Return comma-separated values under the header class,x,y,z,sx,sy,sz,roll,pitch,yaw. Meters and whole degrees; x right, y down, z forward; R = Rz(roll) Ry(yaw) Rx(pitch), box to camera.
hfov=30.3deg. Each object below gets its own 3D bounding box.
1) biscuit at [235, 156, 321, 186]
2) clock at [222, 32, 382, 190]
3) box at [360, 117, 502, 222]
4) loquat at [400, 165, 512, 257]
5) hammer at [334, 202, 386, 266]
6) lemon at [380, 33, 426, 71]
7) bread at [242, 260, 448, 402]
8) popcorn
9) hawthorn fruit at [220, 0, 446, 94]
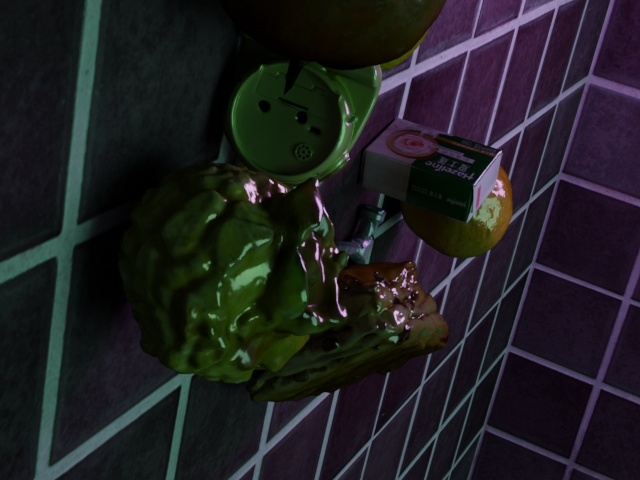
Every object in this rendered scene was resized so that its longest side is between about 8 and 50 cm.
class,x,y,z,sx,sy,sz,roll,pitch,yaw
biscuit,-0.040,-0.121,1.535,0.281,0.084,0.179,-63,160,-13
clock,-0.037,-0.135,1.400,0.069,0.170,0.232,-44,155,-77
box,0.182,-0.118,1.945,0.135,0.199,0.081,-47,149,-49
loquat,0.248,-0.072,2.150,0.208,0.208,0.208,-52,155,-38
hammer,0.001,0.000,1.838,0.427,0.044,0.152,11,101,-69
lemon,0.053,-0.304,1.456,0.178,0.178,0.203,-47,150,-46
bread,0.030,0.129,1.784,0.324,0.277,0.167,8,58,-64
popcorn,-0.100,0.034,1.311,0.258,0.224,0.270,3,135,-29
hawthorn fruit,0.010,-0.295,1.237,0.268,0.268,0.301,-33,148,-58
